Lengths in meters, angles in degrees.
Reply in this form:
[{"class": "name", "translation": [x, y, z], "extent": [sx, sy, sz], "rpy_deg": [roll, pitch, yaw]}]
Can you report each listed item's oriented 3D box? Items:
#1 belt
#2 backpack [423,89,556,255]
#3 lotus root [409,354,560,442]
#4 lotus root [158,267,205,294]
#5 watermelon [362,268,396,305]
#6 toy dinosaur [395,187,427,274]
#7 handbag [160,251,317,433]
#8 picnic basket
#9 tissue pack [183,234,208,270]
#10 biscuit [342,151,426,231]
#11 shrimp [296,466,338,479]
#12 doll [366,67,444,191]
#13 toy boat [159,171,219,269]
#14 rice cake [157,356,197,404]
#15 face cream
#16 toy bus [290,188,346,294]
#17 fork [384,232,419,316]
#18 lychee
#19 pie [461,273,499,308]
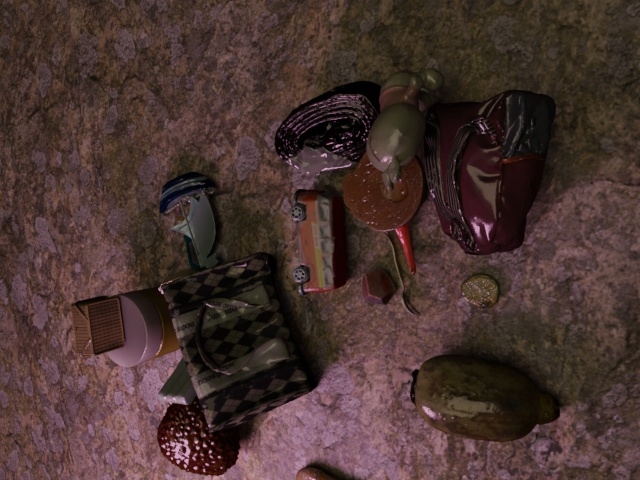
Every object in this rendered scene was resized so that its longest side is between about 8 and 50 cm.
[{"class": "belt", "translation": [0.039, -0.267, 1.261], "extent": [0.289, 0.164, 0.184], "rpy_deg": [-12, 114, 29]}, {"class": "backpack", "translation": [0.316, -0.127, 1.068], "extent": [0.283, 0.197, 0.317], "rpy_deg": [-160, 71, -66]}, {"class": "lotus root", "translation": [0.347, 0.336, 1.140], "extent": [0.309, 0.173, 0.173], "rpy_deg": [2, 96, 23]}, {"class": "lotus root", "translation": [-0.378, 0.139, 1.572], "extent": [0.144, 0.070, 0.143], "rpy_deg": [-33, 111, 12]}, {"class": "watermelon", "translation": [0.129, 0.117, 1.290], "extent": [0.092, 0.072, 0.084], "rpy_deg": [-42, 56, 31]}, {"class": "toy dinosaur", "translation": [0.201, -0.075, 1.246], "extent": [0.139, 0.070, 0.286], "rpy_deg": [-31, 80, 6]}, {"class": "handbag", "translation": [-0.209, 0.256, 1.416], "extent": [0.316, 0.180, 0.416], "rpy_deg": [-24, 77, 3]}, {"class": "picnic basket", "translation": [-0.635, 0.244, 1.514], "extent": [0.079, 0.115, 0.164], "rpy_deg": [-6, 92, 29]}, {"class": "tissue pack", "translation": [-0.371, 0.035, 1.602], "extent": [0.085, 0.028, 0.138], "rpy_deg": [-17, 83, 27]}, {"class": "biscuit", "translation": [0.147, -0.118, 1.165], "extent": [0.181, 0.049, 0.208], "rpy_deg": [49, 126, 15]}, {"class": "shrimp", "translation": [0.024, 0.685, 1.418], "extent": [0.223, 0.047, 0.126], "rpy_deg": [10, 107, 35]}, {"class": "doll", "translation": [0.151, -0.231, 1.049], "extent": [0.113, 0.155, 0.275], "rpy_deg": [26, 66, -7]}, {"class": "toy boat", "translation": [-0.373, -0.051, 1.561], "extent": [0.220, 0.067, 0.291], "rpy_deg": [-23, 79, 24]}, {"class": "rice cake", "translation": [-0.365, 0.368, 1.520], "extent": [0.127, 0.237, 0.043], "rpy_deg": [-8, 125, 30]}, {"class": "face cream", "translation": [-0.539, 0.259, 1.631], "extent": [0.218, 0.179, 0.218], "rpy_deg": [3, 96, 30]}, {"class": "toy bus", "translation": [0.000, 0.000, 1.332], "extent": [0.120, 0.121, 0.265], "rpy_deg": [-2, 93, 22]}, {"class": "fork", "translation": [0.186, 0.082, 1.273], "extent": [0.028, 0.034, 0.219], "rpy_deg": [-22, 84, 22]}, {"class": "lychee", "translation": [-0.346, 0.548, 1.522], "extent": [0.236, 0.236, 0.271], "rpy_deg": [-36, 87, 28]}, {"class": "pie", "translation": [0.356, 0.113, 1.184], "extent": [0.085, 0.017, 0.085], "rpy_deg": [4, 98, 30]}]
